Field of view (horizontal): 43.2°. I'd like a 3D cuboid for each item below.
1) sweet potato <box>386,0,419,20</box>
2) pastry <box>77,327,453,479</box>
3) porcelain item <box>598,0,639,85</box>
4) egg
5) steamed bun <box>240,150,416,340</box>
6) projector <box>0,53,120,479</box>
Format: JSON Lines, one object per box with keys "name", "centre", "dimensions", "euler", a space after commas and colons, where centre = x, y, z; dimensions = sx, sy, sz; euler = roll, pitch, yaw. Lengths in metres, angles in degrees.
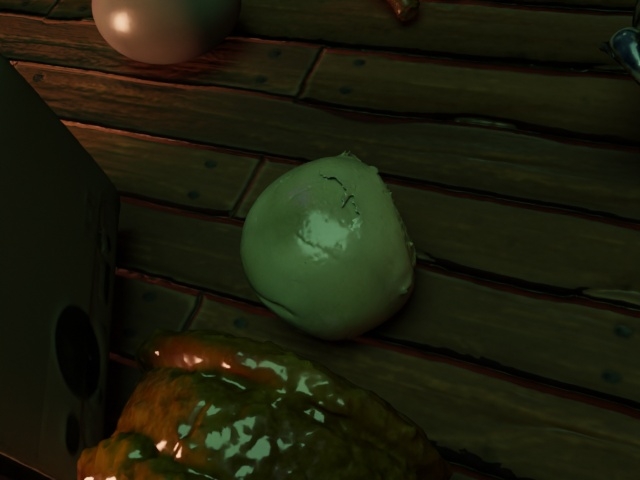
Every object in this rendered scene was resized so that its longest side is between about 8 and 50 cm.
{"name": "sweet potato", "centre": [-0.008, -0.300, 0.750], "dimensions": [0.314, 0.072, 0.066], "euler": [44, 102, 33]}
{"name": "pastry", "centre": [-0.029, 0.127, 0.417], "dimensions": [0.188, 0.189, 0.103], "euler": [12, 60, 26]}
{"name": "porcelain item", "centre": [0.285, -0.085, 0.429], "dimensions": [0.186, 0.138, 0.288], "euler": [-39, 42, 30]}
{"name": "egg", "centre": [-0.136, -0.209, 0.714], "dimensions": [0.135, 0.103, 0.103], "euler": [-4, 57, 16]}
{"name": "steamed bun", "centre": [0.000, 0.000, 0.537], "dimensions": [0.112, 0.091, 0.130], "euler": [-22, 54, 7]}
{"name": "projector", "centre": [-0.282, 0.046, 0.509], "dimensions": [0.248, 0.248, 0.249], "euler": [-14, 55, 10]}
